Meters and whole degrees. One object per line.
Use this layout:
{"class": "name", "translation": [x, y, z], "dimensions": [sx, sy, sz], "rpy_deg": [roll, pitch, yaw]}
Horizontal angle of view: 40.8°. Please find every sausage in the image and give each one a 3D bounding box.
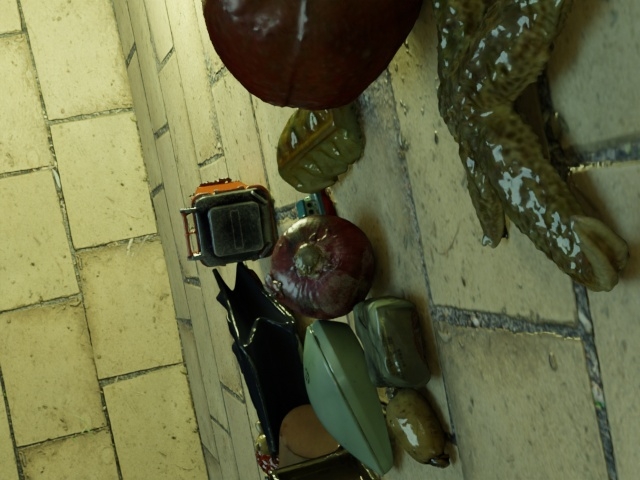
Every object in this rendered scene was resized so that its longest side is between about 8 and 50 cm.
{"class": "sausage", "translation": [-0.021, 0.441, 1.645], "dimensions": [0.123, 0.123, 0.253], "rpy_deg": [-121, 26, -45]}

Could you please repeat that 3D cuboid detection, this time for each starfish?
{"class": "starfish", "translation": [0.169, -0.172, 0.781], "dimensions": [0.324, 0.082, 0.432], "rpy_deg": [-161, 63, -73]}

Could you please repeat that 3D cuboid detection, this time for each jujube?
{"class": "jujube", "translation": [-0.073, 0.471, 1.860], "dimensions": [0.112, 0.109, 0.176], "rpy_deg": [47, 169, -31]}

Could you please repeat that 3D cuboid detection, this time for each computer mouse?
{"class": "computer mouse", "translation": [0.034, 0.247, 1.322], "dimensions": [0.159, 0.097, 0.288], "rpy_deg": [-123, 15, -51]}

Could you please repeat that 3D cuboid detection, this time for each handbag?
{"class": "handbag", "translation": [-0.114, 0.229, 1.760], "dimensions": [0.329, 0.122, 0.303], "rpy_deg": [-127, 21, -56]}

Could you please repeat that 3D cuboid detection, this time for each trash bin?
{"class": "trash bin", "translation": [-0.210, -0.046, 1.829], "dimensions": [0.239, 0.184, 0.161], "rpy_deg": [-139, 41, -70]}

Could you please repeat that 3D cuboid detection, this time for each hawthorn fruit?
{"class": "hawthorn fruit", "translation": [-0.008, -0.277, 0.991], "dimensions": [0.262, 0.258, 0.258], "rpy_deg": [78, 167, -45]}

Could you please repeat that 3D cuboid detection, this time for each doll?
{"class": "doll", "translation": [-0.119, 0.409, 1.820], "dimensions": [0.061, 0.051, 0.093], "rpy_deg": [42, -170, -34]}

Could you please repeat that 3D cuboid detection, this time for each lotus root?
{"class": "lotus root", "translation": [0.127, 0.250, 1.183], "dimensions": [0.072, 0.063, 0.152], "rpy_deg": [83, 160, -46]}

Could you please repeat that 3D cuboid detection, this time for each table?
{"class": "table", "translation": [0.015, 0.492, 1.494], "dimensions": [0.172, 0.169, 0.193], "rpy_deg": [-131, 34, -56]}

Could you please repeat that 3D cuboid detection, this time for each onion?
{"class": "onion", "translation": [0.014, 0.043, 1.287], "dimensions": [0.195, 0.159, 0.159], "rpy_deg": [23, -132, -67]}

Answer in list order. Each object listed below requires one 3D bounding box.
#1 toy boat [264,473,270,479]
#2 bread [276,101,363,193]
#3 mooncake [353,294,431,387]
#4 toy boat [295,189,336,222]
{"class": "toy boat", "translation": [-0.064, 0.618, 1.891], "dimensions": [0.089, 0.115, 0.310], "rpy_deg": [97, 154, -49]}
{"class": "bread", "translation": [-0.007, -0.150, 1.309], "dimensions": [0.128, 0.088, 0.232], "rpy_deg": [67, 155, 10]}
{"class": "mooncake", "translation": [0.099, 0.139, 1.179], "dimensions": [0.125, 0.073, 0.130], "rpy_deg": [166, 93, -75]}
{"class": "toy boat", "translation": [0.000, 0.000, 1.407], "dimensions": [0.069, 0.059, 0.173], "rpy_deg": [145, 111, -70]}
